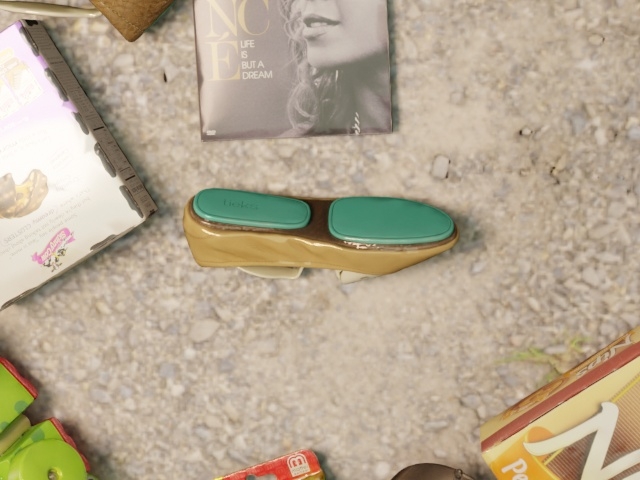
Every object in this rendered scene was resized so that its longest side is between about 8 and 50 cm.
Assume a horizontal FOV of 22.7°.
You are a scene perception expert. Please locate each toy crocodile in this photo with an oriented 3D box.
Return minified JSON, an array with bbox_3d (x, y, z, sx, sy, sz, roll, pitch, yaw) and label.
[{"bbox_3d":[-0.284,0.154,1.373,0.340,0.105,0.115,52,138,-6],"label":"toy crocodile"}]

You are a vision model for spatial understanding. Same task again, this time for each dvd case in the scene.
[{"bbox_3d":[-0.026,-0.196,1.338,0.165,0.018,0.221,-2,98,5],"label":"dvd case"}]

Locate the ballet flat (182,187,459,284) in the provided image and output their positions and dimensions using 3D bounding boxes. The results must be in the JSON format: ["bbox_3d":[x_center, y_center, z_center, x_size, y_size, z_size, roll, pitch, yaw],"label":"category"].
[{"bbox_3d":[0.000,0.000,1.350,0.232,0.080,0.073,7,127,5],"label":"ballet flat"}]

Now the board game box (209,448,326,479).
[{"bbox_3d":[-0.021,0.320,1.391,0.124,0.039,0.259,-20,92,7],"label":"board game box"}]

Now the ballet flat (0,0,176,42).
[{"bbox_3d":[-0.275,-0.260,1.307,0.342,0.116,0.124,24,108,-5],"label":"ballet flat"}]

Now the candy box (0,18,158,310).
[{"bbox_3d":[-0.260,-0.061,1.348,0.165,0.070,0.196,-31,95,8],"label":"candy box"}]

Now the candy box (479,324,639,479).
[{"bbox_3d":[0.296,0.247,1.348,0.183,0.087,0.316,-34,95,8],"label":"candy box"}]

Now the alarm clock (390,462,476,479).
[{"bbox_3d":[0.091,0.256,1.351,0.192,0.064,0.129,-31,97,44],"label":"alarm clock"}]
